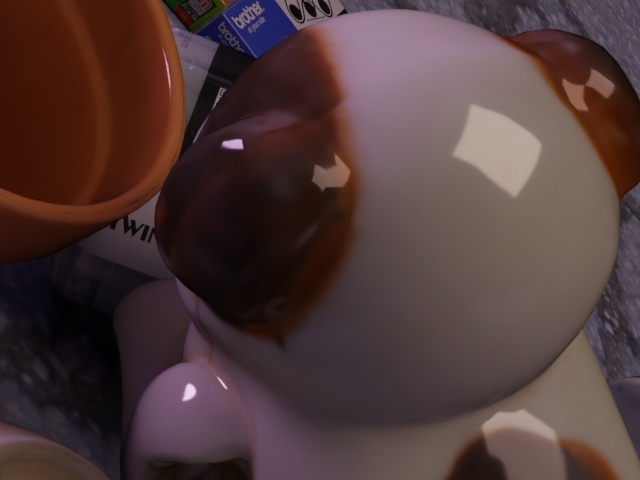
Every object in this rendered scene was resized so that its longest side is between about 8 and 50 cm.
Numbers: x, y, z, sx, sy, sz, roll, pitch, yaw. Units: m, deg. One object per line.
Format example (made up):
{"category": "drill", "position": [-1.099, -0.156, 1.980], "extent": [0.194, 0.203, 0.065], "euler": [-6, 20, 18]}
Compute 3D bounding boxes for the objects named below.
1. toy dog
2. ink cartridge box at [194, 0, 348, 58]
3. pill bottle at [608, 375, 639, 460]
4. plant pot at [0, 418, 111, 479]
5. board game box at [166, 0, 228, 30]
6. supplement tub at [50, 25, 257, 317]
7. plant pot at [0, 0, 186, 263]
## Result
{"category": "toy dog", "position": [0.034, 0.094, 0.767], "extent": [0.395, 0.284, 0.408], "euler": [-138, -143, -64]}
{"category": "ink cartridge box", "position": [-0.035, -0.182, 1.426], "extent": [0.097, 0.046, 0.207], "euler": [53, 30, -9]}
{"category": "pill bottle", "position": [0.346, 0.182, 1.625], "extent": [0.169, 0.094, 0.094], "euler": [2, 62, -56]}
{"category": "plant pot", "position": [-0.179, 0.187, 0.726], "extent": [0.284, 0.191, 0.284], "euler": [38, 36, -34]}
{"category": "board game box", "position": [-0.141, -0.274, 1.351], "extent": [0.181, 0.043, 0.092], "euler": [49, 31, -18]}
{"category": "supplement tub", "position": [0.000, 0.000, 1.051], "extent": [0.316, 0.193, 0.193], "euler": [21, 38, -5]}
{"category": "plant pot", "position": [-0.245, -0.096, 0.869], "extent": [0.291, 0.203, 0.291], "euler": [37, 37, -34]}
